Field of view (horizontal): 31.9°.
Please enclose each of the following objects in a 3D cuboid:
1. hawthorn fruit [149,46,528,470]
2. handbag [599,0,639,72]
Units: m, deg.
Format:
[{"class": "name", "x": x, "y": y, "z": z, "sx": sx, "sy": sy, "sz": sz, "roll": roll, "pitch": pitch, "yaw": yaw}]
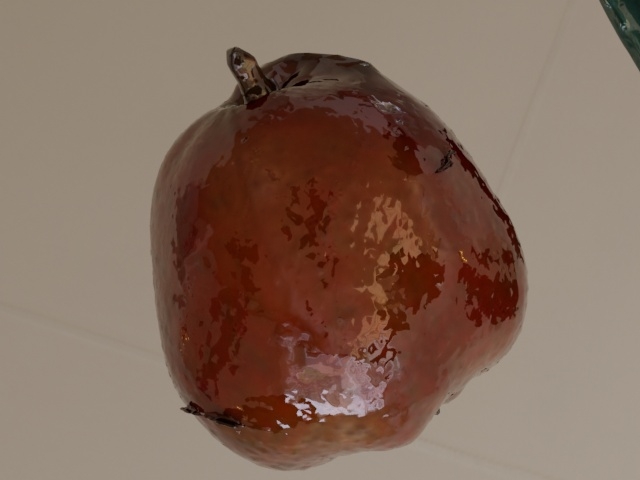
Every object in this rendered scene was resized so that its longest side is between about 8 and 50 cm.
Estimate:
[{"class": "hawthorn fruit", "x": 0.000, "y": 0.000, "z": 0.542, "sx": 0.185, "sy": 0.202, "sz": 0.185, "roll": -19, "pitch": -165, "yaw": 5}, {"class": "handbag", "x": 0.383, "y": -0.177, "z": 0.863, "sx": 0.326, "sy": 0.089, "sz": 0.238, "roll": -36, "pitch": -87, "yaw": -28}]
